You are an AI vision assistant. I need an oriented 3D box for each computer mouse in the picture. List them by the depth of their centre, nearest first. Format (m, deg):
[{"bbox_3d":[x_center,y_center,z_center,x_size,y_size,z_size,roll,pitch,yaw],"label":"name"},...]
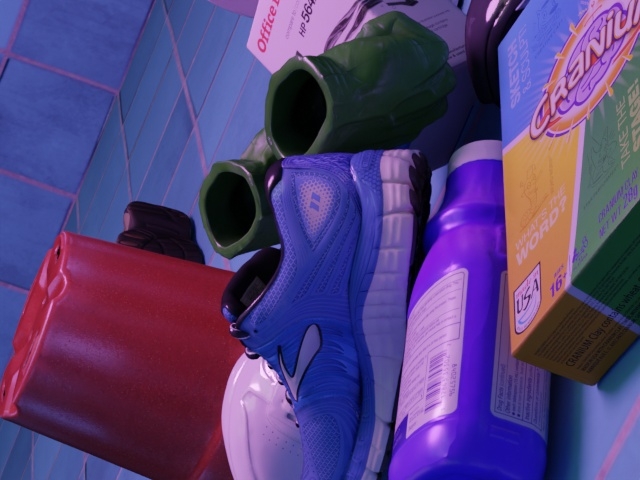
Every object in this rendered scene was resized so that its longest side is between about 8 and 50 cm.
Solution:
[{"bbox_3d":[0.174,-0.243,1.384,0.262,0.060,0.184,-56,18,20],"label":"computer mouse"}]

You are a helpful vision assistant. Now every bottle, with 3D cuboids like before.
[{"bbox_3d":[0.110,0.059,1.215,0.118,0.092,0.282,126,159,-51],"label":"bottle"}]

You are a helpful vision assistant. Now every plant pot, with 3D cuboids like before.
[{"bbox_3d":[-0.174,0.125,1.796,0.272,0.265,0.272,-160,90,-74],"label":"plant pot"}]

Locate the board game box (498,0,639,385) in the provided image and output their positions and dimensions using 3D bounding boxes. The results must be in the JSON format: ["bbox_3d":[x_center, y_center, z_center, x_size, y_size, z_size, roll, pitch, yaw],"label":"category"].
[{"bbox_3d":[0.203,-0.100,1.142,0.316,0.064,0.242,-87,22,-46],"label":"board game box"}]

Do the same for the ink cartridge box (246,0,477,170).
[{"bbox_3d":[0.039,-0.167,1.507,0.086,0.203,0.148,-27,-28,-34],"label":"ink cartridge box"}]

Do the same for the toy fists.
[{"bbox_3d":[0.006,-0.085,1.406,0.096,0.142,0.279,63,146,18],"label":"toy fists"}]

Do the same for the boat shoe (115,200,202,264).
[{"bbox_3d":[-0.234,0.045,2.422,0.324,0.123,0.119,-94,21,-74],"label":"boat shoe"}]

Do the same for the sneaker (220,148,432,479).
[{"bbox_3d":[0.001,0.068,1.357,0.129,0.147,0.330,-67,-17,-58],"label":"sneaker"}]

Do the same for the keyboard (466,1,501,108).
[{"bbox_3d":[0.154,-0.179,1.495,0.180,0.023,0.108,-120,51,-69],"label":"keyboard"}]

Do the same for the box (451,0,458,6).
[{"bbox_3d":[0.062,-0.221,1.689,0.103,0.114,0.203,148,139,-68],"label":"box"}]

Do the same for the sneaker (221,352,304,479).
[{"bbox_3d":[0.001,0.096,1.505,0.152,0.114,0.305,-174,104,-75],"label":"sneaker"}]

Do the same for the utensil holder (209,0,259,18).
[{"bbox_3d":[-0.027,-0.478,1.938,0.327,0.328,0.385,126,155,-47],"label":"utensil holder"}]
